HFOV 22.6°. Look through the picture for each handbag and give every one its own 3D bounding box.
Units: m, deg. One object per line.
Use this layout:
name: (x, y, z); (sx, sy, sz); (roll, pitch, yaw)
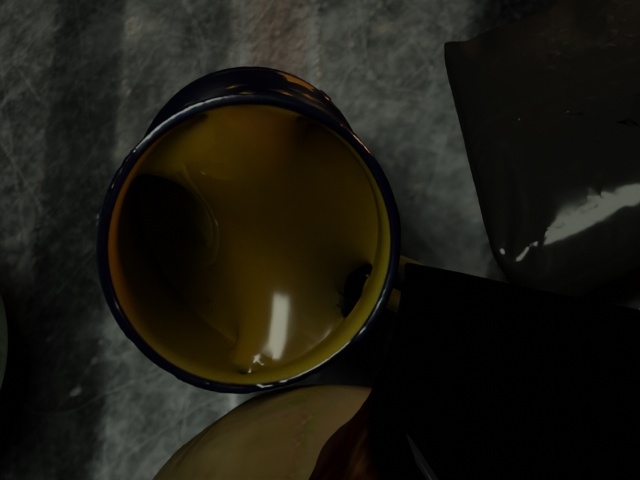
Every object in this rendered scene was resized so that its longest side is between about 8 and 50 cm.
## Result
handbag: (0.197, -0.089, 1.040); (0.223, 0.080, 0.247); (-26, 43, 18)

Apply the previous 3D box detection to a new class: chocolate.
chocolate: (0.100, 0.253, 0.767); (0.331, 0.383, 0.384); (-52, 46, 26)

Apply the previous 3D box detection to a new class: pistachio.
pistachio: (-0.035, 0.181, 0.985); (0.260, 0.213, 0.163); (-24, 86, 34)

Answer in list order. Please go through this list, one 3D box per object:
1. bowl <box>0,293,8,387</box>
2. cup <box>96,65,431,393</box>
bowl: (-0.368, 0.102, 1.249); (0.307, 0.163, 0.307); (-16, 56, 25)
cup: (-0.020, 0.009, 1.054); (0.178, 0.255, 0.256); (-38, 10, 6)
